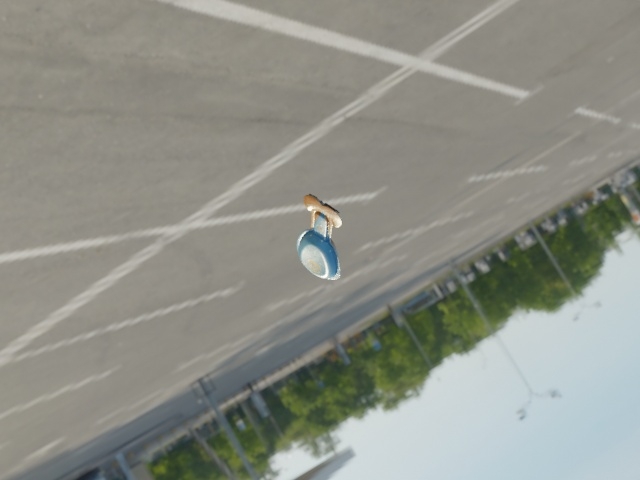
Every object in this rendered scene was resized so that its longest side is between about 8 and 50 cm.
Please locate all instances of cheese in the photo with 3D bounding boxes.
[{"bbox_3d":[-0.001,0.001,0.838,0.017,0.047,0.111,-50,163,-28],"label":"cheese"}]
